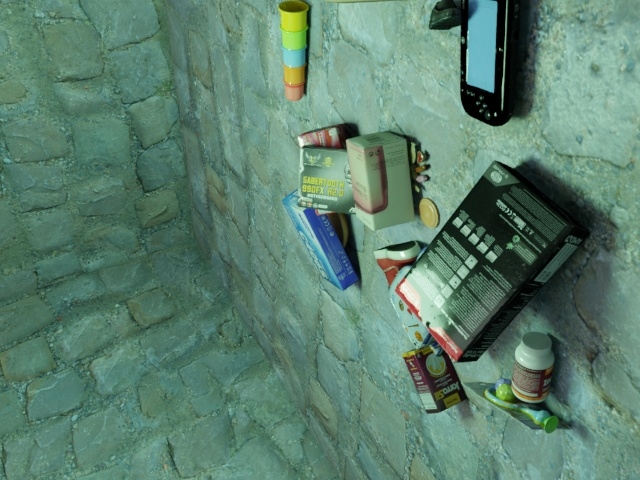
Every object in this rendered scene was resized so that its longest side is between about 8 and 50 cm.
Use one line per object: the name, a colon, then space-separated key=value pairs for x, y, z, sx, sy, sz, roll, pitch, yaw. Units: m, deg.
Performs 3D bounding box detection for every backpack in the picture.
backpack: x=0.308 y=0.132 z=1.568 sx=0.277 sy=0.213 sz=0.263 roll=61 pitch=145 yaw=30

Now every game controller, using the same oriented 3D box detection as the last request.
game controller: x=0.334 y=-0.394 z=1.261 sx=0.166 sy=0.067 sz=0.320 roll=38 pitch=140 yaw=53

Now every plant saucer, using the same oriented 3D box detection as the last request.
plant saucer: x=0.288 y=-0.072 z=1.680 sx=0.083 sy=0.013 sz=0.084 roll=47 pitch=147 yaw=45
plant saucer: x=0.045 y=-0.060 z=2.204 sx=0.200 sy=0.037 sz=0.200 roll=46 pitch=147 yaw=43

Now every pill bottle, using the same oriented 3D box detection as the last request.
pill bottle: x=0.483 y=0.286 z=1.425 sx=0.086 sy=0.086 sz=0.152 roll=41 pitch=143 yaw=50

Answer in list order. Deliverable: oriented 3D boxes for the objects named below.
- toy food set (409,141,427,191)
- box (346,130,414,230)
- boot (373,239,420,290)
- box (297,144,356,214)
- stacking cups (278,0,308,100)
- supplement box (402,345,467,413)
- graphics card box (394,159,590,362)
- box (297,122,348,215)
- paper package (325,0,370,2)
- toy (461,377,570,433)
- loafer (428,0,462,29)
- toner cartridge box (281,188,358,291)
toy food set: x=0.258 y=-0.191 z=1.645 sx=0.078 sy=0.019 sz=0.122 roll=52 pitch=151 yaw=39
box: x=0.162 y=-0.165 z=1.714 sx=0.148 sy=0.126 sz=0.233 roll=-131 pitch=30 yaw=-66
boot: x=0.244 y=0.097 z=1.822 sx=0.244 sy=0.088 sz=0.176 roll=162 pitch=88 yaw=-75
box: x=0.052 y=-0.176 z=1.849 sx=0.056 sy=0.230 sz=0.183 roll=-49 pitch=-35 yaw=-66
stacking cups: x=-0.084 y=-0.595 z=2.013 sx=0.096 sy=0.095 sz=0.316 roll=50 pitch=151 yaw=40
supplement box: x=0.330 y=0.395 z=1.827 sx=0.188 sy=0.104 sz=0.081 roll=67 pitch=156 yaw=8
graphics card box: x=0.345 y=0.047 z=1.320 sx=0.371 sy=0.094 sz=0.233 roll=-57 pitch=48 yaw=22
box: x=0.032 y=-0.220 z=1.939 sx=0.122 sy=0.128 sz=0.257 roll=-48 pitch=-54 yaw=-67
paper package: x=0.129 y=-0.687 z=1.366 sx=0.324 sy=0.168 sz=0.310 roll=31 pitch=135 yaw=56
toy: x=0.467 y=0.374 z=1.500 sx=0.237 sy=0.136 sz=0.056 roll=34 pitch=111 yaw=57
loafer: x=0.259 y=-0.478 z=1.314 sx=0.170 sy=0.062 sz=0.061 roll=-105 pitch=16 yaw=-75
toner cartridge box: x=0.000 y=0.000 z=2.146 sx=0.165 sy=0.075 sz=0.348 roll=29 pitch=151 yaw=57
